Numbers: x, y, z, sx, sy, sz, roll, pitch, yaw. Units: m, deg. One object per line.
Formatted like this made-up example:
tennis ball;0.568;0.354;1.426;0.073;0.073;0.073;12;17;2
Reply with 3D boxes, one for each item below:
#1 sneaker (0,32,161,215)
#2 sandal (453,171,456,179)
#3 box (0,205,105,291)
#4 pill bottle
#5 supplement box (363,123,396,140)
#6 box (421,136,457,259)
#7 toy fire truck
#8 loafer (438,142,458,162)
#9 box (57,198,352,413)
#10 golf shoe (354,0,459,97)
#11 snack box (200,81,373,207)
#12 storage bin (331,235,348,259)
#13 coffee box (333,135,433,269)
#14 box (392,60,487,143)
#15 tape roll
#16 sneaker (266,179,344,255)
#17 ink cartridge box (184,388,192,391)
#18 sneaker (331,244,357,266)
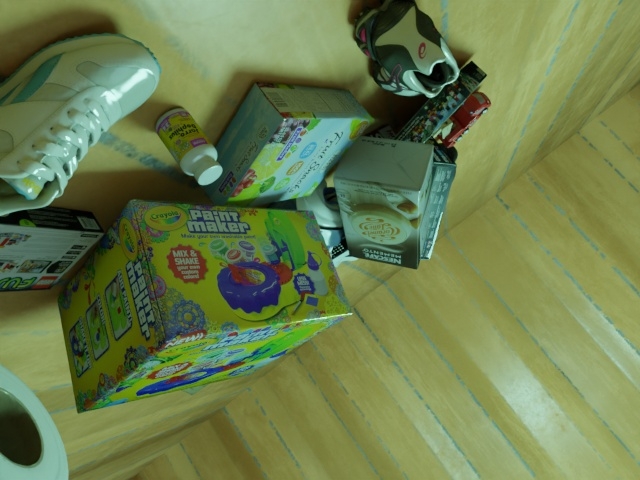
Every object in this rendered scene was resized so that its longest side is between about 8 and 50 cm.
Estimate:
sneaker;-0.226;-0.083;0.408;0.228;0.092;0.087;-35;163;-13
sandal;0.179;-0.115;1.210;0.302;0.120;0.086;-36;133;23
box;-0.343;0.008;0.521;0.114;0.036;0.207;-41;165;13
pill bottle;-0.143;-0.102;0.552;0.043;0.083;0.043;-35;165;-11
supplement box;0.119;-0.108;1.033;0.073;0.130;0.239;-30;163;-22
box;0.206;-0.097;1.051;0.051;0.175;0.220;2;123;-10
toy fire truck;0.287;-0.252;1.139;0.135;0.047;0.192;-22;159;-46
loafer;0.255;-0.169;1.284;0.220;0.080;0.078;-39;175;26
box;-0.168;0.092;0.716;0.290;0.177;0.279;0;151;-45
golf shoe;0.134;-0.240;0.704;0.105;0.120;0.273;-44;165;18
snack box;-0.046;-0.131;0.711;0.207;0.070;0.174;-20;158;-51
storage bin;0.000;0.000;1.176;0.180;0.084;0.122;-31;164;-23
coffee box;0.116;-0.059;0.877;0.246;0.141;0.098;72;33;-57
box;0.210;-0.232;0.903;0.159;0.044;0.233;-46;180;36
tape roll;-0.484;0.296;0.663;0.169;0.246;0.246;-35;165;-11
sneaker;0.004;0.015;0.995;0.236;0.130;0.323;-43;138;0
ink cartridge box;-0.334;0.354;1.468;0.193;0.088;0.235;-32;165;-15
sneaker;0.050;0.006;1.342;0.235;0.090;0.095;-18;144;-59
